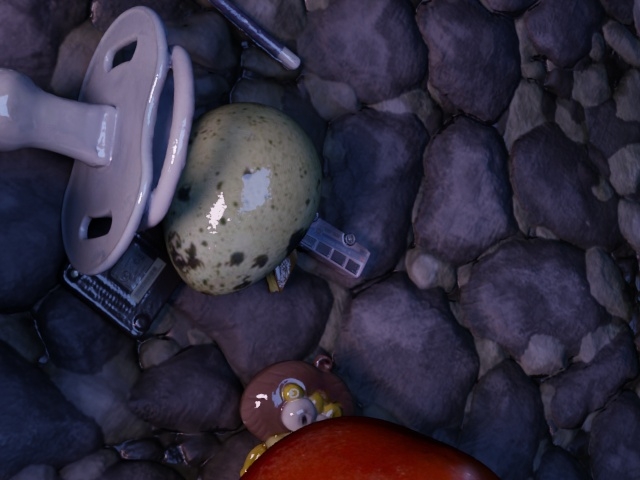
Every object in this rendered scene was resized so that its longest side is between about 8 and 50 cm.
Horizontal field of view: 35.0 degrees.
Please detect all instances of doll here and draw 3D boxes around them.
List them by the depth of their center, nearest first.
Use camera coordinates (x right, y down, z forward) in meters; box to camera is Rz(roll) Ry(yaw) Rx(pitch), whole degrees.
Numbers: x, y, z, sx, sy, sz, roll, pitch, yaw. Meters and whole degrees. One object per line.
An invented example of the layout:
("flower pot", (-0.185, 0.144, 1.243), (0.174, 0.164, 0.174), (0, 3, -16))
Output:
("doll", (-0.027, 0.227, 1.189), (0.145, 0.096, 0.188), (1, 93, -23))

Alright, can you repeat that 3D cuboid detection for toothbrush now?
("toothbrush", (-0.135, -0.300, 1.230), (0.288, 0.026, 0.024), (37, 85, -22))

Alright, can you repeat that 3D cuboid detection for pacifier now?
("pacifier", (-0.244, -0.112, 1.019), (0.226, 0.238, 0.287), (10, 83, -32))

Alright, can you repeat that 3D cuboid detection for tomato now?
("tomato", (0.055, 0.341, 1.083), (0.325, 0.293, 0.289), (24, 86, -38))

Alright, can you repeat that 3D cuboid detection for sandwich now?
("sandwich", (-0.049, 0.019, 1.234), (0.044, 0.031, 0.083), (-17, 95, -26))

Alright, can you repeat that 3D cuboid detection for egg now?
("egg", (-0.092, -0.046, 1.131), (0.177, 0.177, 0.228), (28, 67, -24))

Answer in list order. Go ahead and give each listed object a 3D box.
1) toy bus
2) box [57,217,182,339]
("toy bus", (0.000, 0.000, 1.263), (0.131, 0.037, 0.052), (32, 74, -24))
("box", (-0.217, 0.029, 1.139), (0.125, 0.027, 0.126), (41, 66, -19))
